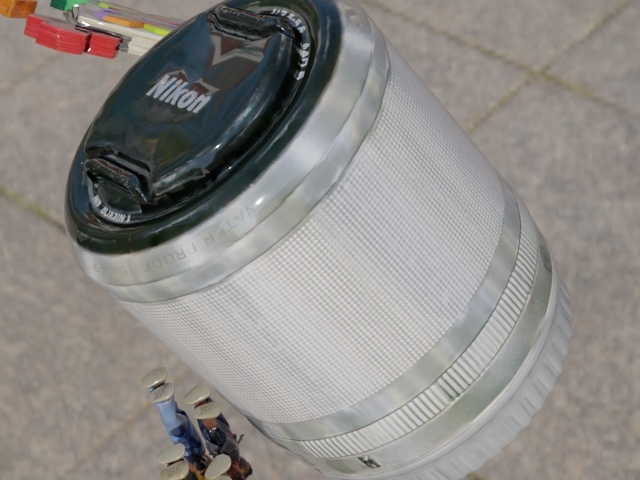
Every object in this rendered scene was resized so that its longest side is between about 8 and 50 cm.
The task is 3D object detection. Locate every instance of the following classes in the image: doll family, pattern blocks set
[{"bbox_3d":[-0.085,0.178,1.269,0.076,0.111,0.193,-22,39,8],"label":"doll family"},{"bbox_3d":[-0.156,-0.186,1.488,0.285,0.026,0.325,11,12,-23],"label":"pattern blocks set"}]

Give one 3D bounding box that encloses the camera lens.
[{"bbox_3d":[0.000,0.000,0.999,0.219,0.274,0.219,-28,36,23],"label":"camera lens"}]
